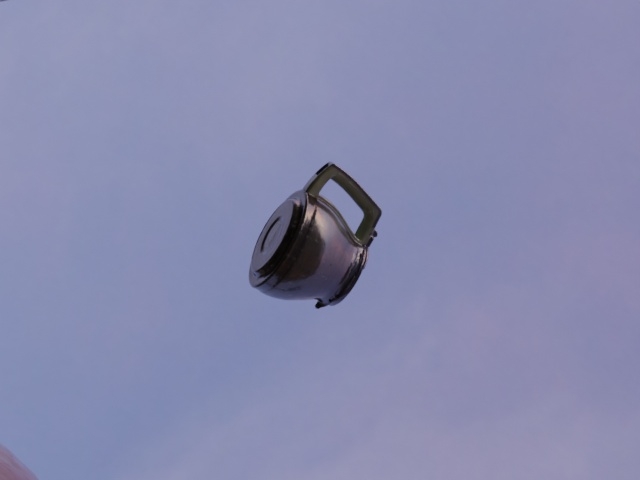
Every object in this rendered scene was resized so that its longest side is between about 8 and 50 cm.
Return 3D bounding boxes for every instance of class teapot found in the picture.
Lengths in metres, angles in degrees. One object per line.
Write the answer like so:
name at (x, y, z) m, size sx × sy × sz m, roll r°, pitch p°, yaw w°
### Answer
teapot at (0.000, 0.000, 0.948) m, size 0.088 × 0.057 × 0.066 m, roll -60°, pitch -161°, yaw 2°

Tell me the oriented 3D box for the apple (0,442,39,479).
apple at (-0.272, 0.219, 0.676) m, size 0.400 × 0.400 × 0.334 m, roll -21°, pitch -116°, yaw 33°
